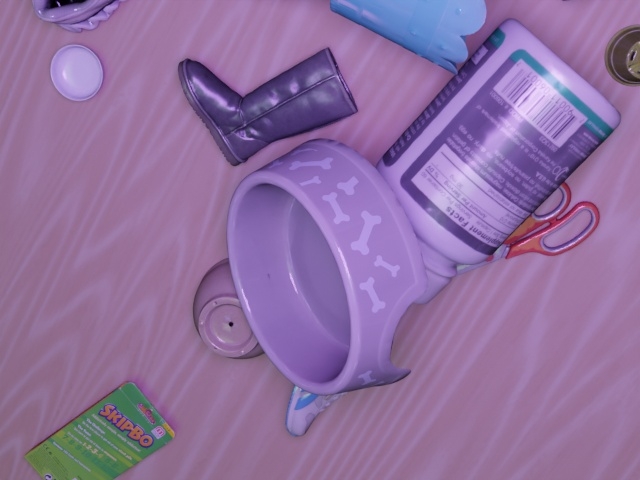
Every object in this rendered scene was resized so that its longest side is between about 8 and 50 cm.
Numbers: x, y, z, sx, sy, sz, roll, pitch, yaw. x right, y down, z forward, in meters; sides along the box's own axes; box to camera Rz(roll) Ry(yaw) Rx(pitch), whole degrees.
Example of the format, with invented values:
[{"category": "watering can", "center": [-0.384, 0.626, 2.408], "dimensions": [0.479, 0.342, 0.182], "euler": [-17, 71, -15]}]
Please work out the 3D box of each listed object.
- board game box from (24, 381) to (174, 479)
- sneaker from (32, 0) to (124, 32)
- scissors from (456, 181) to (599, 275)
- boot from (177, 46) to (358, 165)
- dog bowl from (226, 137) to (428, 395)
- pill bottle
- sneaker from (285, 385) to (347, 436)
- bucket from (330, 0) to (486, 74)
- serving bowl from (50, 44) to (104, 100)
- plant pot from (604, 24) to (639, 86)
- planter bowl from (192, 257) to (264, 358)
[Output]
[{"category": "board game box", "center": [-0.373, 0.345, 1.476], "dimensions": [0.259, 0.039, 0.124], "euler": [-35, 98, 19]}, {"category": "sneaker", "center": [-0.282, -0.394, 1.212], "dimensions": [0.292, 0.118, 0.110], "euler": [-36, 95, 15]}, {"category": "scissors", "center": [0.270, 0.023, 1.283], "dimensions": [0.297, 0.021, 0.109], "euler": [-39, 98, 16]}, {"category": "boot", "center": [-0.076, -0.220, 1.247], "dimensions": [0.208, 0.076, 0.190], "euler": [-25, 114, 22]}, {"category": "dog bowl", "center": [-0.007, 0.046, 1.150], "dimensions": [0.102, 0.348, 0.349], "euler": [-18, 106, -31]}, {"category": "pill bottle", "center": [0.203, -0.098, 1.165], "dimensions": [0.204, 0.204, 0.361], "euler": [41, 108, -3]}, {"category": "sneaker", "center": [0.012, 0.217, 1.348], "dimensions": [0.092, 0.087, 0.229], "euler": [24, 110, 0]}, {"category": "bucket", "center": [0.138, -0.367, 1.070], "dimensions": [0.183, 0.281, 0.281], "euler": [22, 108, 1]}, {"category": "serving bowl", "center": [-0.364, -0.255, 1.310], "dimensions": [0.083, 0.027, 0.083], "euler": [3, 107, 9]}, {"category": "plant pot", "center": [0.426, -0.243, 1.151], "dimensions": [0.083, 0.079, 0.083], "euler": [3, 106, 10]}, {"category": "planter bowl", "center": [-0.128, 0.116, 1.331], "dimensions": [0.162, 0.109, 0.162], "euler": [3, 106, 10]}]
